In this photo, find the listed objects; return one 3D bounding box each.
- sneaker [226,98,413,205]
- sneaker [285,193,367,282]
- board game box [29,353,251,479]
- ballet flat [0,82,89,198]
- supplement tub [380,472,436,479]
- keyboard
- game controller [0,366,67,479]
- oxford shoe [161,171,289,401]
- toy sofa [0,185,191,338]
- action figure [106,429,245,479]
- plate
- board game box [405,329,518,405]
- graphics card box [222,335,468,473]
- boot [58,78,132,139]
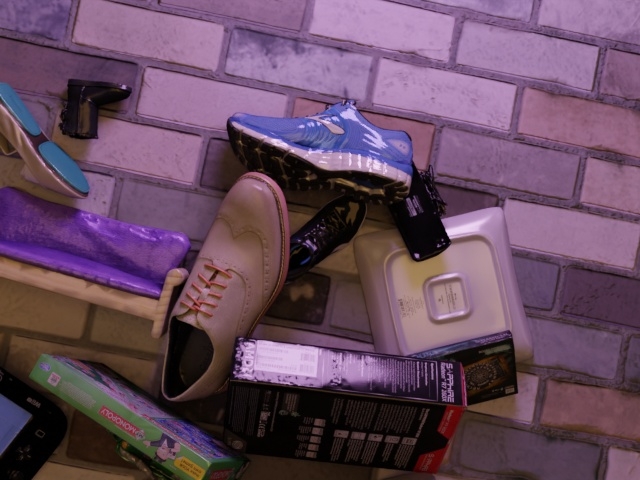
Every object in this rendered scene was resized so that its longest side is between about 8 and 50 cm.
[{"bbox_3d":[0.002,-0.166,1.668,0.330,0.129,0.147,14,62,4],"label":"sneaker"},{"bbox_3d":[0.000,0.000,1.649,0.217,0.121,0.079,-42,92,-4],"label":"sneaker"},{"bbox_3d":[-0.277,0.281,1.532,0.317,0.213,0.046,29,87,16],"label":"board game box"},{"bbox_3d":[-0.490,-0.153,1.651,0.086,0.086,0.248,-37,89,-4],"label":"ballet flat"},{"bbox_3d":[0.146,0.571,1.580,0.241,0.241,0.331,-20,90,-4],"label":"supplement tub"},{"bbox_3d":[0.170,-0.058,1.696,0.100,0.038,0.192,-21,72,-3],"label":"keyboard"},{"bbox_3d":[-0.568,0.272,1.577,0.166,0.067,0.319,-49,118,-3],"label":"game controller"},{"bbox_3d":[-0.155,0.085,1.565,0.140,0.146,0.397,20,105,20],"label":"oxford shoe"},{"bbox_3d":[-0.401,0.029,1.608,0.363,0.150,0.177,16,88,-3],"label":"toy sofa"},{"bbox_3d":[-0.260,0.366,1.653,0.232,0.063,0.137,28,90,1],"label":"action figure"},{"bbox_3d":[0.218,0.100,1.700,0.278,0.045,0.277,-12,89,-4],"label":"plate"},{"bbox_3d":[0.244,0.230,1.677,0.186,0.026,0.126,-13,119,-5],"label":"board game box"},{"bbox_3d":[0.031,0.274,1.589,0.371,0.232,0.094,6,50,-4],"label":"graphics card box"},{"bbox_3d":[-0.386,-0.222,1.669,0.121,0.045,0.099,6,85,3],"label":"boot"}]
